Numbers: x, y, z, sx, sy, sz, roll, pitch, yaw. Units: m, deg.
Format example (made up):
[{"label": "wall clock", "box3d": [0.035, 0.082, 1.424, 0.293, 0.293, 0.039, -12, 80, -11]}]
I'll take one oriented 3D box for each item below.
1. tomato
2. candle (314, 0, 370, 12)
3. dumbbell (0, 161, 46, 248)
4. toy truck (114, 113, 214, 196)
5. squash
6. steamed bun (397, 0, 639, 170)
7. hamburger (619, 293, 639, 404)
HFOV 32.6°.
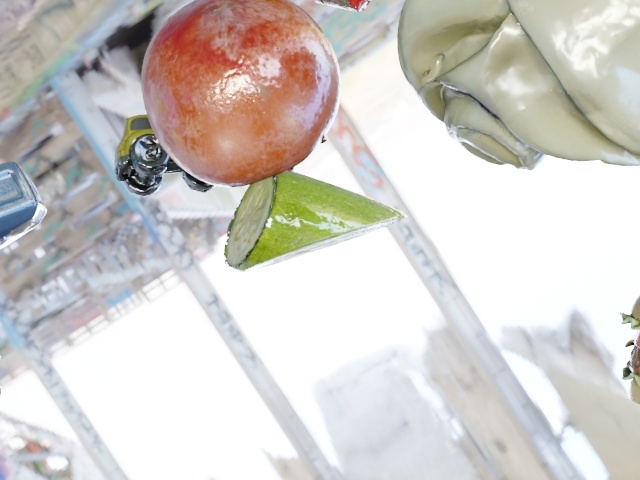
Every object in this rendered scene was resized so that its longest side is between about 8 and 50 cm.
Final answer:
[{"label": "tomato", "box3d": [-0.109, -0.207, 1.437, 0.265, 0.265, 0.265, -33, -178, 1]}, {"label": "candle", "box3d": [0.036, -0.367, 1.620, 0.052, 0.052, 0.131, -34, -145, -20]}, {"label": "dumbbell", "box3d": [-0.456, -0.129, 1.282, 0.156, 0.316, 0.143, -32, 177, 21]}, {"label": "toy truck", "box3d": [-0.267, -0.181, 1.989, 0.224, 0.165, 0.147, -8, 163, -18]}, {"label": "squash", "box3d": [0.000, 0.000, 1.726, 0.189, 0.260, 0.189, -48, -150, 40]}, {"label": "steamed bun", "box3d": [0.249, -0.206, 1.264, 0.255, 0.368, 0.342, -54, 150, -6]}, {"label": "hamburger", "box3d": [0.635, 0.162, 1.811, 0.274, 0.212, 0.274, -1, -174, 0]}]
